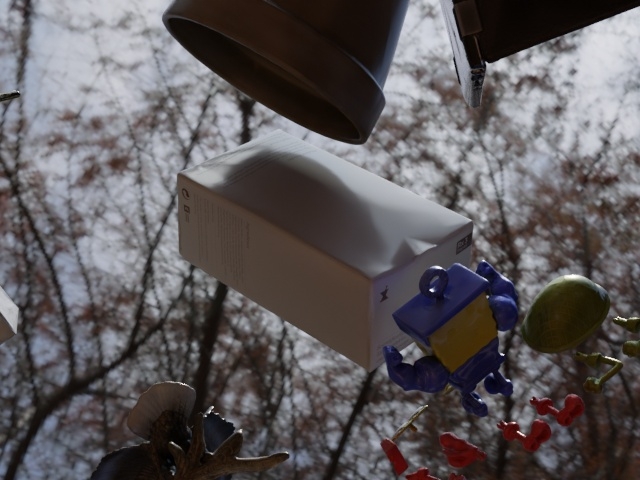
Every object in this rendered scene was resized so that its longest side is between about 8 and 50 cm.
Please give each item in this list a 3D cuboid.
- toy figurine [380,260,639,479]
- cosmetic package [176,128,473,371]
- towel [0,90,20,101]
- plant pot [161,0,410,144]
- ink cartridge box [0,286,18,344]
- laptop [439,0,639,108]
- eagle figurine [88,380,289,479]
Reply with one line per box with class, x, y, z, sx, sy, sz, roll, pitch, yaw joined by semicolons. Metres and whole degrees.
toy figurine;0.201;0.106;1.286;0.362;0.217;0.191;-37;-152;-13
cosmetic package;0.000;0.000;1.530;0.385;0.217;0.156;31;-47;36
towel;-0.391;-0.157;1.249;0.083;0.060;0.009;-9;-78;23
plant pot;-0.008;-0.330;1.484;0.323;0.323;0.280;25;-98;45
ink cartridge box;-0.529;0.114;1.519;0.176;0.127;0.128;-36;-160;-3
laptop;0.199;-0.355;0.972;0.236;0.408;0.382;-13;-93;7
eagle figurine;-0.209;0.345;1.596;0.225;0.226;0.298;-68;-167;-18
